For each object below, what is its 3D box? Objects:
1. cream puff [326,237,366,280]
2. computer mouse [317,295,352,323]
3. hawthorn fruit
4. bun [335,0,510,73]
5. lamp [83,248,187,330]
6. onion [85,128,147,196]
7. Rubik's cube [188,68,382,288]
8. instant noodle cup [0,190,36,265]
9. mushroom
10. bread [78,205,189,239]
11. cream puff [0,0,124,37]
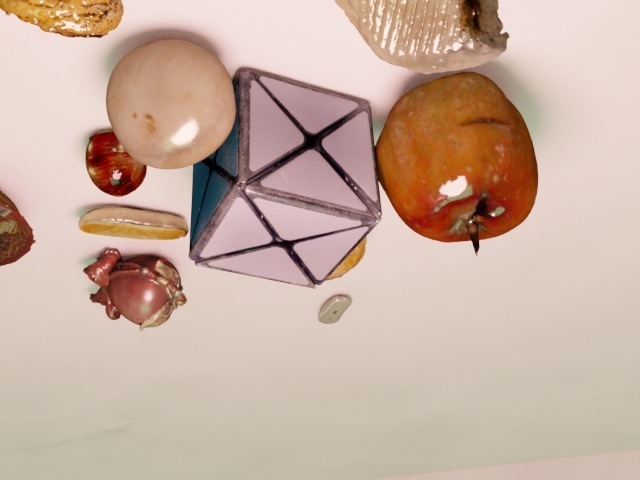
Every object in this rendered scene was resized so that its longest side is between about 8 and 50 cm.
[{"bbox_3d":[0.000,0.000,1.840,0.189,0.129,0.189,-9,143,-7],"label":"cream puff"},{"bbox_3d":[0.034,0.155,2.179,0.055,0.032,0.110,13,135,-27],"label":"computer mouse"},{"bbox_3d":[0.235,-0.112,1.526,0.267,0.301,0.268,-13,160,-5],"label":"hawthorn fruit"},{"bbox_3d":[0.143,-0.363,1.213,0.281,0.205,0.282,10,119,18],"label":"bun"},{"bbox_3d":[-0.381,0.102,1.966,0.223,0.151,0.215,35,147,21],"label":"lamp"},{"bbox_3d":[-0.360,-0.130,1.619,0.118,0.119,0.117,-21,148,25],"label":"onion"},{"bbox_3d":[-0.067,-0.098,1.559,0.254,0.260,0.259,10,143,-22],"label":"Rubik's cube"},{"bbox_3d":[-0.670,-0.049,1.725,0.274,0.091,0.274,-3,148,-2],"label":"instant noodle cup"},{"bbox_3d":[-0.228,-0.213,1.454,0.204,0.204,0.204,-3,148,-2],"label":"mushroom"},{"bbox_3d":[-0.364,-0.038,1.812,0.214,0.053,0.073,5,151,-19],"label":"bread"},{"bbox_3d":[-0.332,-0.374,1.212,0.183,0.183,0.169,12,119,-24],"label":"cream puff"}]
